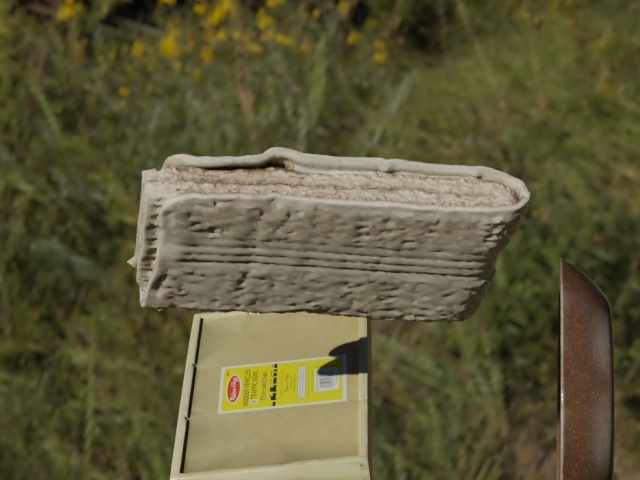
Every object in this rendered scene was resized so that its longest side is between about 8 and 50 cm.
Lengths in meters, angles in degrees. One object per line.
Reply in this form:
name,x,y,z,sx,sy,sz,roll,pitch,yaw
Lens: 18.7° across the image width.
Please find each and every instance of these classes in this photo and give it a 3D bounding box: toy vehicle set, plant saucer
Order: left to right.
toy vehicle set,-0.038,0.138,1.710,0.166,0.035,0.267,-6,29,5
plant saucer,0.174,0.110,1.282,0.036,0.198,0.198,0,37,7

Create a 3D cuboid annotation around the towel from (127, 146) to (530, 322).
towel,0.000,0.000,1.459,0.282,0.187,0.049,4,61,-8
